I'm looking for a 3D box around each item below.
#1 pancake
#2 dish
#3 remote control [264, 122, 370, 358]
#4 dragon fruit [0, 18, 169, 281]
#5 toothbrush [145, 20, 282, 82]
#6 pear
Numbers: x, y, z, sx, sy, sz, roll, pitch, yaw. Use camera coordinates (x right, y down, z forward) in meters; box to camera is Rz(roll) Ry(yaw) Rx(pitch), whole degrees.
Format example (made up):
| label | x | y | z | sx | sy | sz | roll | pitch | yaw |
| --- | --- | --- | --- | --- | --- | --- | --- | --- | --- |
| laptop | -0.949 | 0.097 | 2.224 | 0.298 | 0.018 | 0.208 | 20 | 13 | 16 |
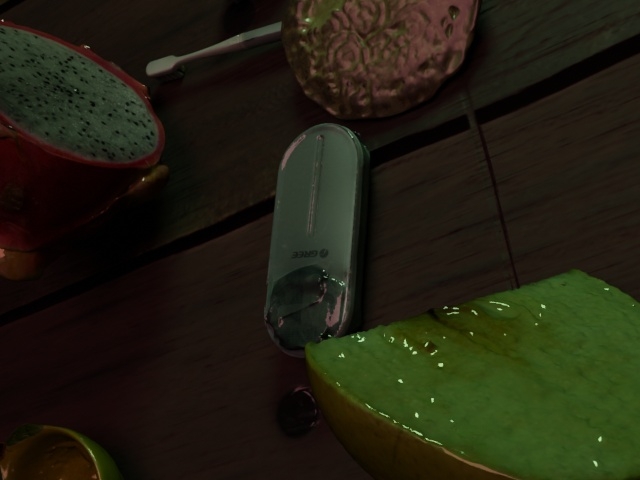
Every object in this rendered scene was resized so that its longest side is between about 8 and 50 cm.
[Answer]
| label | x | y | z | sx | sy | sz | roll | pitch | yaw |
| --- | --- | --- | --- | --- | --- | --- | --- | --- | --- |
| pancake | 0.059 | -0.234 | 0.998 | 0.235 | 0.029 | 0.212 | 2 | 89 | 29 |
| dish | -0.271 | 0.278 | 1.026 | 0.207 | 0.080 | 0.149 | 31 | 95 | 35 |
| remote control | 0.000 | 0.000 | 0.964 | 0.104 | 0.052 | 0.247 | -4 | 72 | 33 |
| dragon fruit | -0.340 | -0.091 | 1.080 | 0.226 | 0.305 | 0.305 | -52 | 53 | 26 |
| toothbrush | -0.067 | -0.236 | 1.102 | 0.342 | 0.030 | 0.025 | -11 | 69 | 30 |
| pear | 0.160 | 0.142 | 0.692 | 0.239 | 0.288 | 0.139 | 26 | 123 | 56 |
